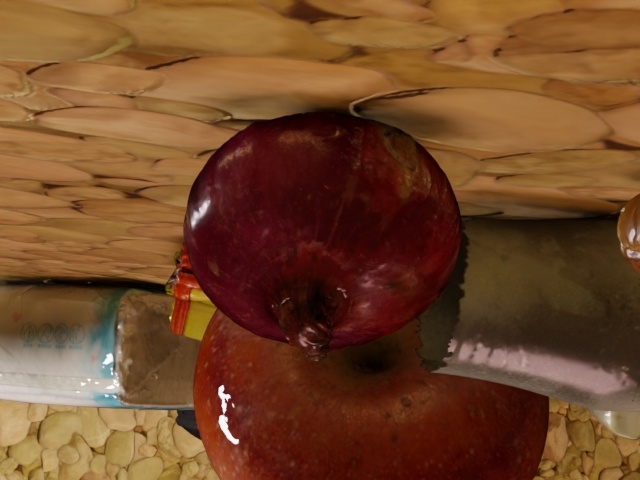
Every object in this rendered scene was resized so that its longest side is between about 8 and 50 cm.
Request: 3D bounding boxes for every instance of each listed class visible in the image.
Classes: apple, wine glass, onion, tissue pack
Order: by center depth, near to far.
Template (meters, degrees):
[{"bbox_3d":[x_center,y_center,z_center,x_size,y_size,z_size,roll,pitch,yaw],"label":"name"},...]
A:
[{"bbox_3d":[0.000,0.000,0.536,0.107,0.097,0.107,0,144,0],"label":"onion"},{"bbox_3d":[0.165,0.037,0.709,0.222,0.103,0.103,7,173,-11],"label":"wine glass"},{"bbox_3d":[0.029,0.092,0.798,0.201,0.201,0.162,5,148,1],"label":"apple"},{"bbox_3d":[-0.234,0.109,1.437,0.271,0.124,0.201,-2,170,35],"label":"tissue pack"}]

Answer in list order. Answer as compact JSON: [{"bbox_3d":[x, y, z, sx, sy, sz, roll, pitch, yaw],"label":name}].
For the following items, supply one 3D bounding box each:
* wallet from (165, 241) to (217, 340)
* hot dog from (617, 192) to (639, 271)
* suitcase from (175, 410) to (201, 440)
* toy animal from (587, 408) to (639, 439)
[{"bbox_3d":[-0.045,0.042,1.056,0.141,0.067,0.241,10,168,-5],"label":"wallet"},{"bbox_3d":[0.196,-0.005,0.558,0.071,0.045,0.165,13,169,-39],"label":"hot dog"},{"bbox_3d":[0.035,0.172,1.628,0.345,0.188,0.339,7,178,-32],"label":"suitcase"},{"bbox_3d":[0.193,0.084,1.027,0.233,0.121,0.168,9,-177,-7],"label":"toy animal"}]
